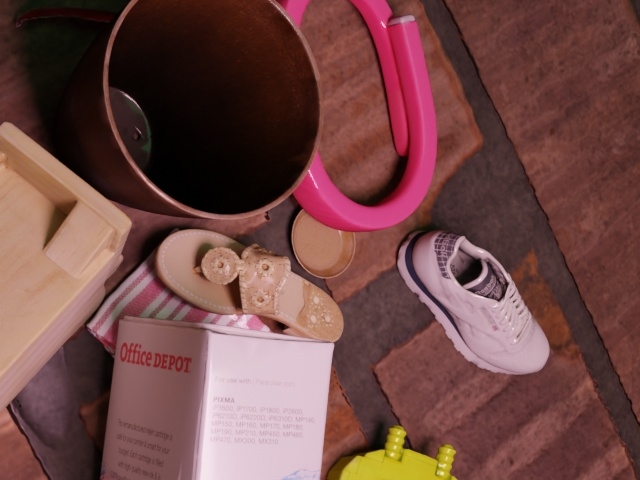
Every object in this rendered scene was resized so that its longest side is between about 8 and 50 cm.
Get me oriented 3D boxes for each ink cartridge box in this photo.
[{"bbox_3d":[-0.105,0.228,1.228,0.131,0.226,0.306,9,86,-28],"label":"ink cartridge box"}]

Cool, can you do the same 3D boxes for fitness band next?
[{"bbox_3d":[0.033,-0.153,1.480,0.209,0.054,0.291,-16,95,-42],"label":"fitness band"}]

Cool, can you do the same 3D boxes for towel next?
[{"bbox_3d":[-0.123,0.102,1.372,0.197,0.029,0.144,50,59,-19],"label":"towel"}]

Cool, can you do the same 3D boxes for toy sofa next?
[{"bbox_3d":[-0.334,0.088,1.176,0.150,0.177,0.362,38,62,3],"label":"toy sofa"}]

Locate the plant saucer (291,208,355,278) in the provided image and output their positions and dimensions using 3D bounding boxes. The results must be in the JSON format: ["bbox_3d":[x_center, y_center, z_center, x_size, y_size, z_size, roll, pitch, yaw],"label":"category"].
[{"bbox_3d":[0.000,0.000,1.479,0.083,0.015,0.083,6,80,-35],"label":"plant saucer"}]

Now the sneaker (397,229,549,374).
[{"bbox_3d":[0.190,0.075,1.555,0.235,0.095,0.090,41,61,-25],"label":"sneaker"}]

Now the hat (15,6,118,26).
[{"bbox_3d":[-0.165,-0.253,1.392,0.208,0.183,0.173,44,55,-74],"label":"hat"}]

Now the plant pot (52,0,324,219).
[{"bbox_3d":[-0.149,-0.112,1.259,0.215,0.230,0.215,5,81,-34],"label":"plant pot"}]

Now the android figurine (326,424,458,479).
[{"bbox_3d":[0.071,0.334,1.441,0.248,0.056,0.273,25,72,-16],"label":"android figurine"}]

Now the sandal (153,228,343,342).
[{"bbox_3d":[-0.049,0.038,1.381,0.240,0.079,0.088,27,53,-37],"label":"sandal"}]
